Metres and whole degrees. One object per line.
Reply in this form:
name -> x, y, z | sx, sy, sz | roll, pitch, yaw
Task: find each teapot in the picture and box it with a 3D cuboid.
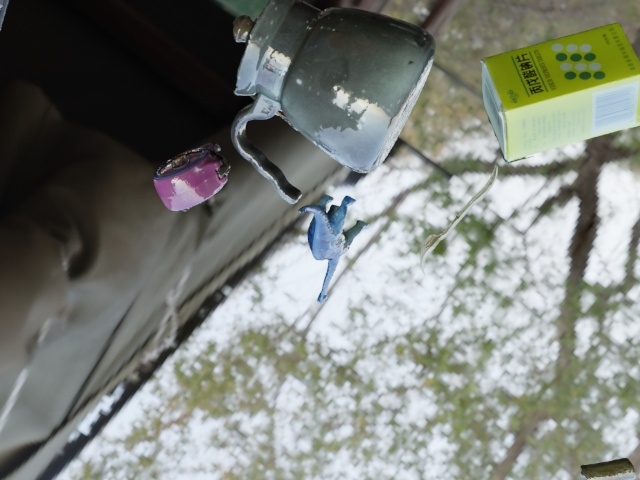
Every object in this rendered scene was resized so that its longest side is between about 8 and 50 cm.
teapot -> -0.008, -0.230, 1.726 | 0.285, 0.305, 0.223 | 28, -124, 4

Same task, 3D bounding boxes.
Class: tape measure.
tape measure -> -0.202, -0.100, 1.876 | 0.074, 0.125, 0.118 | 63, 179, -21

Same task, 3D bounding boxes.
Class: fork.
fork -> 0.209, -0.034, 1.814 | 0.028, 0.219, 0.034 | 29, -150, -10

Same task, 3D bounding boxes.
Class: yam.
yam -> 0.503, 0.408, 2.069 | 0.043, 0.094, 0.043 | -13, -90, -81

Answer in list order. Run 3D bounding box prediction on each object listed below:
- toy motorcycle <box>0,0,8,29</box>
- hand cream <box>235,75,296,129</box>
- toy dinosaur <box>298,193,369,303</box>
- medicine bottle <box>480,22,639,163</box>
toy motorcycle -> -0.476, -0.413, 1.743 | 0.159, 0.106, 0.271 | 51, -146, -51
hand cream -> -0.074, -0.225, 1.973 | 0.163, 0.039, 0.062 | 30, 177, 19
toy dinosaur -> 0.016, -0.018, 2.048 | 0.076, 0.144, 0.329 | 25, 155, 18
medicine bottle -> 0.401, -0.244, 1.952 | 0.141, 0.250, 0.137 | 75, 180, -54
